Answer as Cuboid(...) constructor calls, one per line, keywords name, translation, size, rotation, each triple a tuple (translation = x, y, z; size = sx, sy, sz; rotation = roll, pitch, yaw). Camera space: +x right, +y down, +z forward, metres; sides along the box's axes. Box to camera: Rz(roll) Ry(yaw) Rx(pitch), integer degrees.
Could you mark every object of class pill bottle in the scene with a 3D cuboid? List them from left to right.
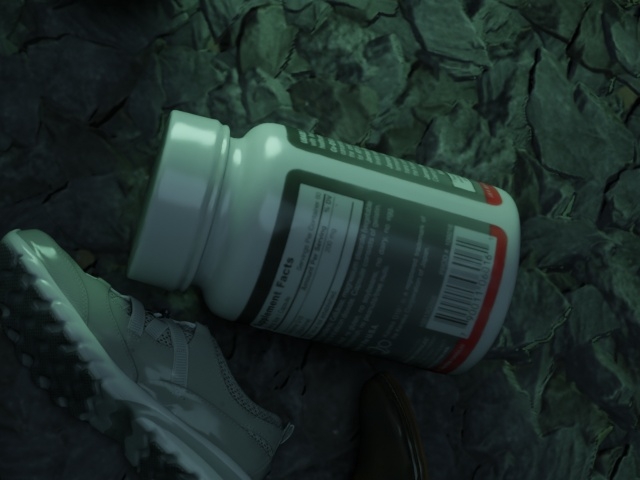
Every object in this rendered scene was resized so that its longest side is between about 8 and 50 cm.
Cuboid(name="pill bottle", translation=(0.000, 0.000, 0.907), size=(0.283, 0.161, 0.161), rotation=(15, 73, -12))

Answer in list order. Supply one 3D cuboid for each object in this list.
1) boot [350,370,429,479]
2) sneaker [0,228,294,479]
Cuboid(name="boot", translation=(0.026, 0.216, 0.904), size=(0.106, 0.082, 0.219), rotation=(-2, 79, -19))
Cuboid(name="sneaker", translation=(-0.141, 0.094, 0.891), size=(0.281, 0.105, 0.115), rotation=(48, 52, -6))
